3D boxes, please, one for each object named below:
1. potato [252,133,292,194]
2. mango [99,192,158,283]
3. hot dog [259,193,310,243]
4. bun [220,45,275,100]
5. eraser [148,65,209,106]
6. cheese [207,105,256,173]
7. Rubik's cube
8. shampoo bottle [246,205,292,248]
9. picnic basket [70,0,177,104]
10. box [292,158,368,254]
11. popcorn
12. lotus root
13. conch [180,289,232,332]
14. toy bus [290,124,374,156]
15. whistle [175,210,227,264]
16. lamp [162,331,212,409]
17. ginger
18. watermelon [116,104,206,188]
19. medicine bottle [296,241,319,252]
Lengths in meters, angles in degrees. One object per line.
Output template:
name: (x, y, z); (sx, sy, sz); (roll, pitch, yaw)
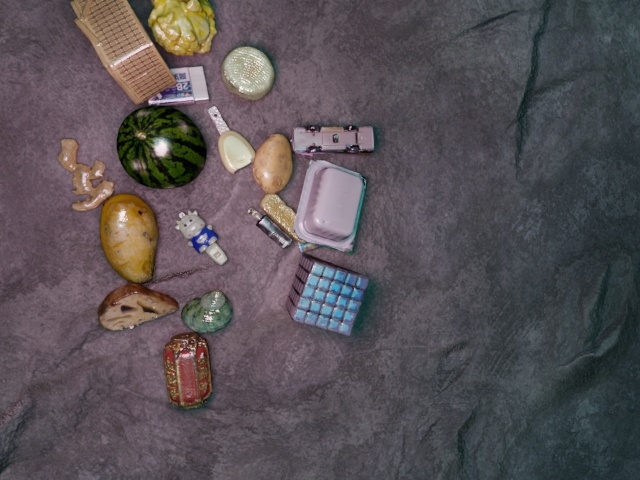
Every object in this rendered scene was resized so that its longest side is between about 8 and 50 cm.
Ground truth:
potato: (-0.183, -0.289, 1.618); (0.161, 0.128, 0.235); (0, 89, -48)
mango: (-0.676, -0.004, 1.527); (0.176, 0.175, 0.329); (12, 113, 10)
hot dog: (-0.133, -0.087, 1.674); (0.242, 0.073, 0.084); (41, 82, -13)
bun: (-0.268, -0.607, 1.578); (0.195, 0.118, 0.195); (-1, 94, -19)
eraser: (-0.518, -0.550, 1.552); (0.210, 0.068, 0.124); (-11, 93, -11)
cheese: (-0.347, -0.382, 1.613); (0.127, 0.054, 0.251); (-32, 100, -11)
Rubik's cube: (0.016, 0.204, 1.647); (0.237, 0.238, 0.237); (20, 89, -12)
shampoo bottle: (-0.201, -0.053, 1.667); (0.207, 0.063, 0.057); (42, 84, -13)
picnic basket: (-0.641, -0.636, 1.398); (0.175, 0.228, 0.313); (-31, 78, -4)
box: (0.059, -0.139, 1.657); (0.264, 0.106, 0.337); (16, 80, -19)
popcorn: (-0.469, -0.749, 1.471); (0.256, 0.195, 0.255); (-63, 150, -31)
lotus root: (-0.671, 0.233, 1.553); (0.260, 0.074, 0.170); (-20, 130, -6)
conch: (-0.423, 0.266, 1.620); (0.176, 0.122, 0.188); (37, 82, 11)
toy bus: (0.040, -0.380, 1.659); (0.317, 0.138, 0.112); (-1, 90, -11)
whistle: (-0.439, -0.009, 1.604); (0.110, 0.092, 0.244); (-41, 101, -11)
lamp: (-0.492, 0.482, 1.602); (0.177, 0.177, 0.274); (-6, 98, -12)
ginger: (-0.825, -0.239, 1.519); (0.149, 0.065, 0.259); (-17, 92, -23)
watermelon: (-0.540, -0.313, 1.468); (0.285, 0.285, 0.285); (-1, 95, -12)
medicine bottle: (0.000, 0.000, 1.723); (0.191, 0.051, 0.051); (-18, 98, -11)
